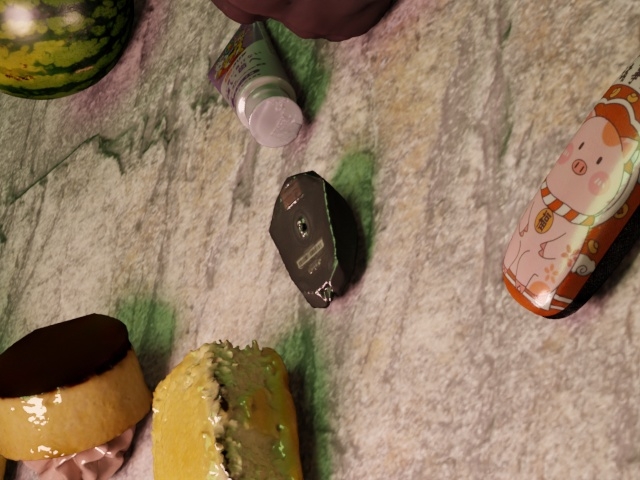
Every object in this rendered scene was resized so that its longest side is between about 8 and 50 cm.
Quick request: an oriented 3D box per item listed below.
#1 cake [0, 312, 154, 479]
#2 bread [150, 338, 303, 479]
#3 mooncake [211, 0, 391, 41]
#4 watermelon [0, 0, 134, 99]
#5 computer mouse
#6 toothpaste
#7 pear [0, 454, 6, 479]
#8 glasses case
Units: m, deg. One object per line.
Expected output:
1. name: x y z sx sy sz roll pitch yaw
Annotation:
1. cake: -0.289 0.210 1.973 0.185 0.178 0.207 -3 31 33
2. bread: -0.100 0.227 1.711 0.174 0.121 0.245 -50 39 37
3. mooncake: -0.054 -0.411 1.895 0.212 0.350 0.381 -50 25 38
4. watermelon: -0.408 -0.345 2.381 0.285 0.285 0.285 -33 44 39
5. computer mouse: 0.000 0.000 1.784 0.099 0.057 0.172 -39 52 31
6. toothpaste: -0.085 -0.201 2.033 0.114 0.073 0.299 -55 26 14
7. pear: -0.569 0.304 2.161 0.314 0.314 0.314 -33 44 39
8. glasses case: 0.253 -0.051 1.444 0.266 0.067 0.103 -58 35 11
